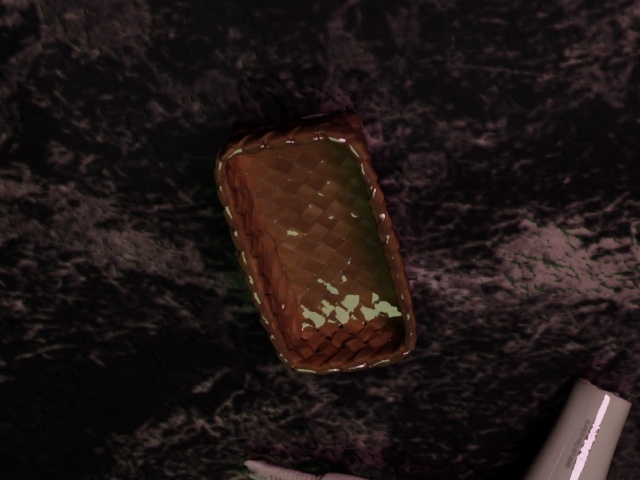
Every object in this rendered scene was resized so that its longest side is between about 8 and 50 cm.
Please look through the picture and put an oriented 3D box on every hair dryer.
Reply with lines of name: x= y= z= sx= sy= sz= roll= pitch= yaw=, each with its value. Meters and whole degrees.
hair dryer: x=0.105 y=0.164 z=1.267 sx=0.267 sy=0.092 sz=0.229 roll=41 pitch=97 yaw=12

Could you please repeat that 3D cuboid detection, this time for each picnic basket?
picnic basket: x=0.000 y=0.000 z=1.179 sx=0.110 sy=0.055 sz=0.193 roll=-9 pitch=124 yaw=12
